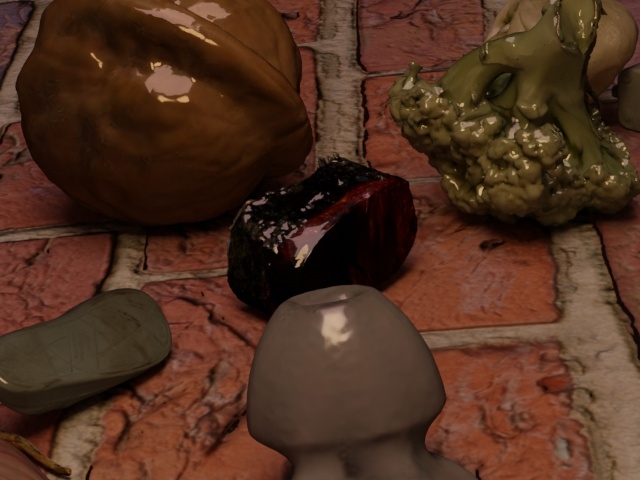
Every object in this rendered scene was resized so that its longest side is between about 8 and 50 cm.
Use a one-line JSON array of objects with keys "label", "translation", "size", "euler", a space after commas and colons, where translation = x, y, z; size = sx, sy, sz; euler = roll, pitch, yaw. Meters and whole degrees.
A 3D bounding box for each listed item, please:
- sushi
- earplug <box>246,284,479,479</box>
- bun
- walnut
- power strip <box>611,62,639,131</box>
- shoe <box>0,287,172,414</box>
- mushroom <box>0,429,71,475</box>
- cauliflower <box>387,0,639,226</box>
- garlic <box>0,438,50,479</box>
[{"label": "sushi", "translation": [0.000, 0.000, 1.913], "size": [0.126, 0.136, 0.225], "euler": [16, 41, 44]}, {"label": "earplug", "translation": [0.035, 0.190, 1.472], "size": [0.214, 0.175, 0.325], "euler": [-10, 56, -8]}, {"label": "bun", "translation": [0.305, -0.259, 2.262], "size": [0.259, 0.160, 0.259], "euler": [-34, 21, 15]}, {"label": "walnut", "translation": [-0.204, -0.186, 2.149], "size": [0.384, 0.383, 0.383], "euler": [-6, 26, 3]}, {"label": "power strip", "translation": [0.541, -0.164, 2.158], "size": [0.385, 0.091, 0.062], "euler": [18, 34, 42]}, {"label": "shoe", "translation": [-0.268, 0.127, 1.779], "size": [0.251, 0.103, 0.100], "euler": [-18, -19, -49]}, {"label": "mushroom", "translation": [-0.349, 0.196, 1.729], "size": [0.286, 0.028, 0.026], "euler": [21, -5, 43]}, {"label": "cauliflower", "translation": [0.237, -0.143, 2.002], "size": [0.327, 0.281, 0.260], "euler": [13, 62, 7]}, {"label": "garlic", "translation": [-0.346, 0.264, 1.317], "size": [0.317, 0.259, 0.317], "euler": [-1, 26, 1]}]
